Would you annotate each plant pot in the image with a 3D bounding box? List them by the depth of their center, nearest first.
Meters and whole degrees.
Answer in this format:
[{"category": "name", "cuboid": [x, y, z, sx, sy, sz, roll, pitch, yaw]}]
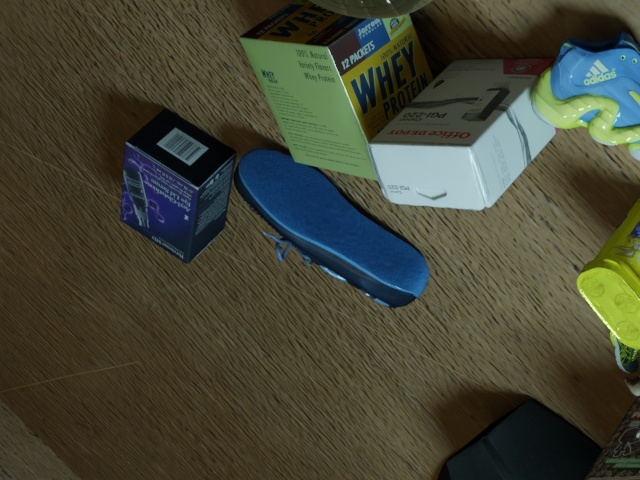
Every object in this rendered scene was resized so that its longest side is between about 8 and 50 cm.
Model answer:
[{"category": "plant pot", "cuboid": [0.312, 0.361, 2.028, 0.167, 0.188, 0.187, 54, 145, 8]}]

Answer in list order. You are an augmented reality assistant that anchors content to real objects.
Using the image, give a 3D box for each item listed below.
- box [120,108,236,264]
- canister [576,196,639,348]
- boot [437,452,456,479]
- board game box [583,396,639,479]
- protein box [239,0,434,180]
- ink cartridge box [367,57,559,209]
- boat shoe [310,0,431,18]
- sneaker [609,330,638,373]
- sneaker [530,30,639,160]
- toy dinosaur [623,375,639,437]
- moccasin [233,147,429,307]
[{"category": "box", "cuboid": [-0.238, -0.087, 2.144, 0.153, 0.108, 0.207, 32, 142, 15]}, {"category": "canister", "cuboid": [0.404, 0.033, 1.599, 0.126, 0.170, 0.073, 50, 144, -9]}, {"category": "boot", "cuboid": [0.256, 0.460, 2.264, 0.115, 0.112, 0.305, 14, 140, -10]}, {"category": "board game box", "cuboid": [0.494, 0.340, 1.721, 0.141, 0.291, 0.232, -13, 116, 50]}, {"category": "protein box", "cuboid": [0.033, -0.209, 1.708, 0.200, 0.136, 0.201, 17, 138, 51]}, {"category": "ink cartridge box", "cuboid": [0.185, -0.136, 1.597, 0.158, 0.218, 0.092, 5, 130, 40]}, {"category": "boat shoe", "cuboid": [0.107, -0.323, 1.389, 0.341, 0.110, 0.122, 1, 139, 38]}, {"category": "sneaker", "cuboid": [0.431, 0.153, 1.813, 0.035, 0.031, 0.083, -1, 125, 44]}, {"category": "sneaker", "cuboid": [0.370, -0.166, 1.500, 0.240, 0.091, 0.126, 17, 118, 5]}, {"category": "toy dinosaur", "cuboid": [0.493, 0.133, 1.580, 0.127, 0.295, 0.200, 60, 152, 31]}, {"category": "moccasin", "cuboid": [0.000, 0.000, 1.984, 0.342, 0.138, 0.117, 40, 149, 6]}]
